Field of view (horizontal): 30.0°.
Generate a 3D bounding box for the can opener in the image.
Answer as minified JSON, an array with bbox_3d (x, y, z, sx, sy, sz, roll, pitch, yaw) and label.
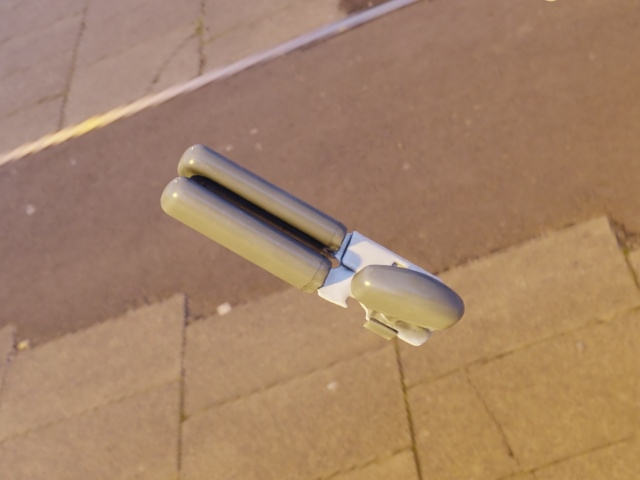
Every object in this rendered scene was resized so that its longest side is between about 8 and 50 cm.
[{"bbox_3d":[0.000,0.000,1.066,0.095,0.283,0.076,-41,22,60],"label":"can opener"}]
